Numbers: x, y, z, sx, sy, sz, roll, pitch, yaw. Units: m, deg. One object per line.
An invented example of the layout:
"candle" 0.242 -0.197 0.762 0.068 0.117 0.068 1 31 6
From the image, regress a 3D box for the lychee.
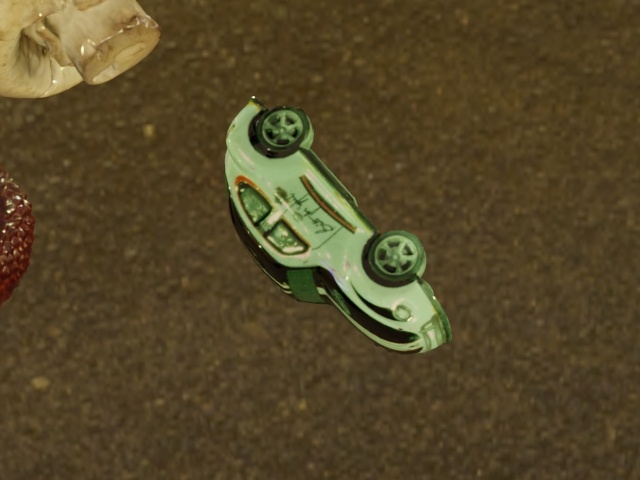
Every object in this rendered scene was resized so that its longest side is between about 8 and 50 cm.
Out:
"lychee" -0.540 -0.002 2.066 0.276 0.304 0.276 25 41 -24

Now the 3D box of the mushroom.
"mushroom" -0.265 -0.212 1.350 0.189 0.254 0.195 -36 73 -5

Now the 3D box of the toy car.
"toy car" 0.000 0.000 1.423 0.125 0.136 0.306 -36 67 -7
